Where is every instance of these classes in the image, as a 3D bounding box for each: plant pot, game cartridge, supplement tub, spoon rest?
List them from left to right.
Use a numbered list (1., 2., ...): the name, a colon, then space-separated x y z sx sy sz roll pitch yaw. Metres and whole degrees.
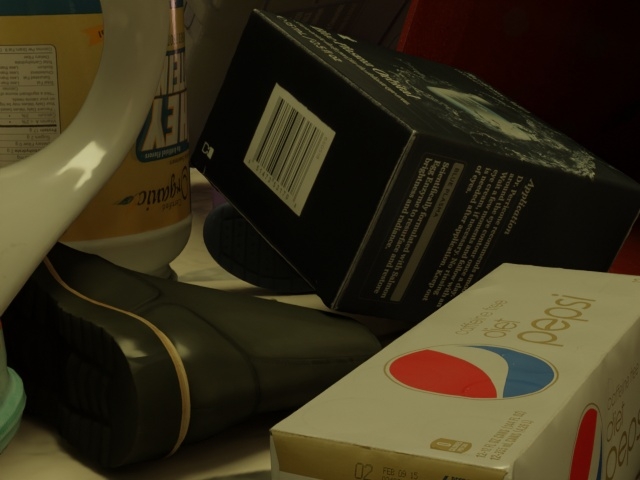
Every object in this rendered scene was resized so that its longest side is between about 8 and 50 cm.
1. spoon rest: -0.149 -0.015 0.539 0.137 0.276 0.084 18 -22 44
2. supplement tub: -0.142 -0.056 0.701 0.144 0.199 0.144 -1 13 0
3. game cartridge: -0.009 -0.152 0.972 0.230 0.068 0.355 -8 -16 -19
4. plant pot: 0.224 -0.108 0.775 0.236 0.267 0.267 11 11 -36

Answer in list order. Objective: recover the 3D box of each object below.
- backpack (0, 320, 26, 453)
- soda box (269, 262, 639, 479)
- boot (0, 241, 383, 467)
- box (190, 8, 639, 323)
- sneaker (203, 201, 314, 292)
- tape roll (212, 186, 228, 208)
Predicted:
1. backpack: -0.207 0.034 0.321 0.254 0.191 0.225 -3 13 23
2. soda box: 0.063 0.065 0.447 0.074 0.069 0.216 5 14 25
3. boot: -0.071 0.041 0.592 0.137 0.076 0.198 -3 24 -36
4. box: 0.046 -0.032 0.654 0.158 0.093 0.156 11 22 -37
5. sneaker: 0.000 0.000 0.782 0.144 0.053 0.059 6 15 -13
6. tape roll: 0.016 -0.050 0.939 0.189 0.080 0.189 -1 13 0
